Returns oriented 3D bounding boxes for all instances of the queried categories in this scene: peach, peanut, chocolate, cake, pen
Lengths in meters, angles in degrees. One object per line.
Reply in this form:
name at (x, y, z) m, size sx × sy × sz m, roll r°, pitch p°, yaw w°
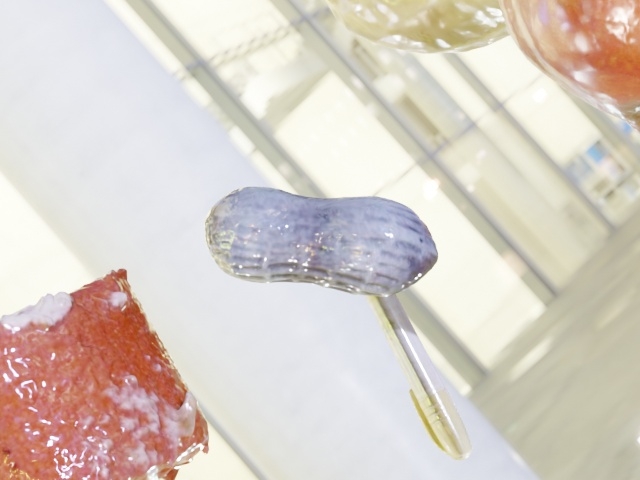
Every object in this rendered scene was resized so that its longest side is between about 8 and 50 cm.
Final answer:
peach at (0.243, -0.198, 1.136) m, size 0.232 × 0.232 × 0.257 m, roll -37°, pitch -46°, yaw -48°
peanut at (0.149, -0.290, 1.488) m, size 0.387 × 0.192 × 0.169 m, roll -15°, pitch 42°, yaw 46°
chocolate at (0.000, 0.000, 1.040) m, size 0.072 × 0.167 × 0.072 m, roll 8°, pitch -90°, yaw -82°
cake at (-0.208, 0.139, 0.933) m, size 0.283 × 0.151 × 0.177 m, roll -33°, pitch -11°, yaw 21°
pen at (0.088, 0.116, 1.488) m, size 0.040 × 0.233 × 0.032 m, roll -36°, pitch -14°, yaw 37°
